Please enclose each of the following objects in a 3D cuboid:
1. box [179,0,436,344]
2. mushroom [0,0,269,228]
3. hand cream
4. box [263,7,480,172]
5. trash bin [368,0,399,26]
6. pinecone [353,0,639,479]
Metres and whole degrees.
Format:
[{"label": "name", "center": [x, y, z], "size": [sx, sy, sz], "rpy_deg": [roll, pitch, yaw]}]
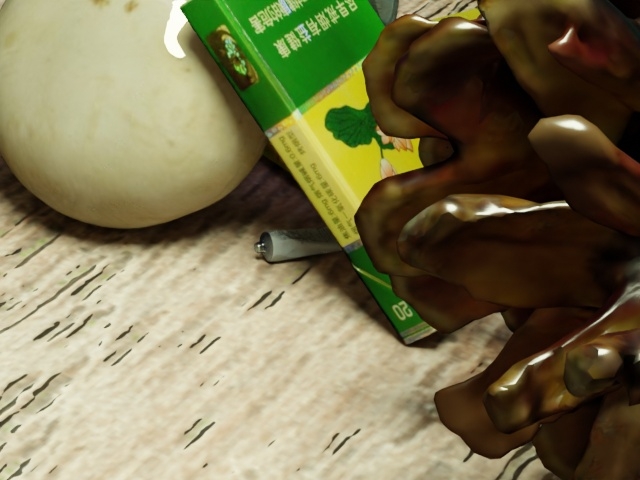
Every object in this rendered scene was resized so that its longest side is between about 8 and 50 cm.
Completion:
[{"label": "box", "center": [0.024, -0.067, 0.858], "size": [0.034, 0.235, 0.132], "rpy_deg": [-29, 10, 38]}, {"label": "mushroom", "center": [-0.107, -0.099, 0.929], "size": [0.204, 0.204, 0.204], "rpy_deg": [3, 31, -2]}, {"label": "hand cream", "center": [0.000, 0.000, 0.915], "size": [0.093, 0.019, 0.030], "rpy_deg": [-5, 30, -28]}, {"label": "box", "center": [0.070, -0.110, 1.073], "size": [0.279, 0.041, 0.153], "rpy_deg": [-18, 38, -33]}, {"label": "trash bin", "center": [-0.022, -0.261, 1.205], "size": [0.161, 0.175, 0.175], "rpy_deg": [1, 30, 12]}, {"label": "pinecone", "center": [0.197, -0.033, 0.664], "size": [0.397, 0.398, 0.398], "rpy_deg": [3, 31, -2]}]
